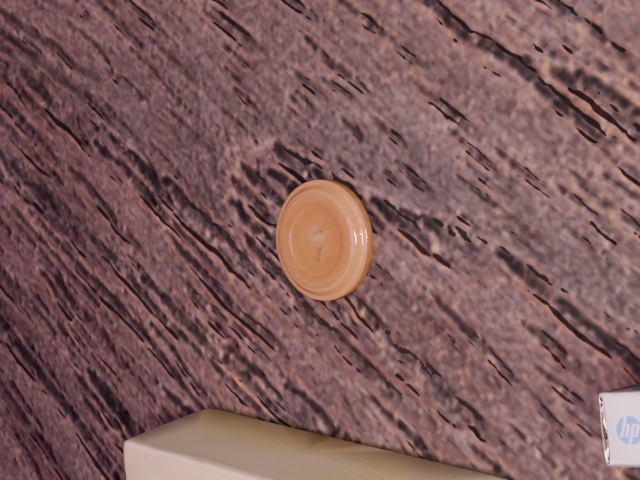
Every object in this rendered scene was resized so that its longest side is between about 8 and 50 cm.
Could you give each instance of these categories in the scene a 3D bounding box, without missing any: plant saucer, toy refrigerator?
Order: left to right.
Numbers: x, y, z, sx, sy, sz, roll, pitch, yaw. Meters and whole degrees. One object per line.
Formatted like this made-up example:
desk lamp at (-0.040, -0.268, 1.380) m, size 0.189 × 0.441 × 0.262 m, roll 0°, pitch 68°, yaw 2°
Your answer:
toy refrigerator at (-0.005, 0.190, 0.854) m, size 0.269 × 0.094 × 0.102 m, roll 6°, pitch 105°, yaw 42°
plant saucer at (0.000, 0.000, 0.881) m, size 0.083 × 0.013 × 0.084 m, roll 6°, pitch 99°, yaw 41°

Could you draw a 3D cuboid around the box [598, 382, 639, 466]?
box at (0.245, 0.074, 0.584) m, size 0.186 × 0.145 × 0.038 m, roll -10°, pitch 85°, yaw 42°
